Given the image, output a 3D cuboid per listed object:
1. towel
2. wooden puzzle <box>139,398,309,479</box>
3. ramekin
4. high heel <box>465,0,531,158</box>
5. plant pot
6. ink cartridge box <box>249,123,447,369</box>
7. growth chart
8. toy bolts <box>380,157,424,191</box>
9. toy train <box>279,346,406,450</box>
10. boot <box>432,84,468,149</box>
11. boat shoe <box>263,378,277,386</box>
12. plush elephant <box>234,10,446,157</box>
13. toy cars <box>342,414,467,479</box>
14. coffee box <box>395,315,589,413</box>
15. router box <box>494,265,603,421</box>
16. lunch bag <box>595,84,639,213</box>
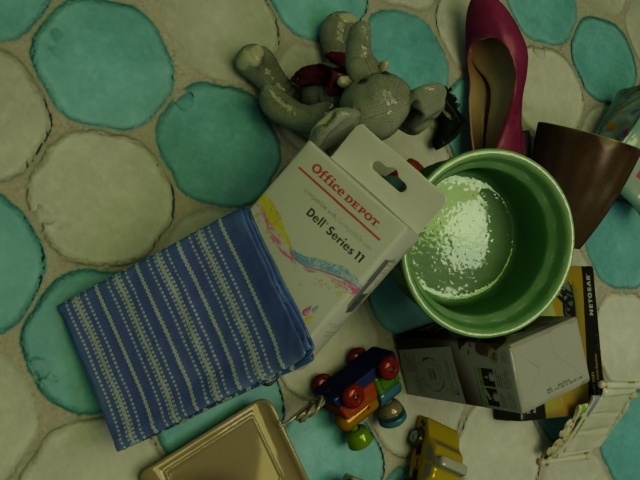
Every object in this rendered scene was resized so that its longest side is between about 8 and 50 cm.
[{"bbox_3d":[-0.197,0.128,1.140,0.335,0.040,0.243,-27,81,10],"label":"towel"},{"bbox_3d":[-0.141,0.403,1.269,0.238,0.044,0.221,-27,96,-25],"label":"wooden puzzle"},{"bbox_3d":[0.251,-0.001,1.329,0.303,0.148,0.304,-1,96,-14],"label":"ramekin"},{"bbox_3d":[0.341,-0.314,1.603,0.181,0.127,0.378,-21,96,-50],"label":"high heel"},{"bbox_3d":[0.523,-0.107,1.658,0.215,0.215,0.231,11,100,-29],"label":"plant pot"},{"bbox_3d":[0.000,0.000,1.191,0.207,0.119,0.353,42,95,17],"label":"ink cartridge box"},{"bbox_3d":[0.550,0.371,1.613,0.171,0.021,0.237,12,116,-34],"label":"growth chart"},{"bbox_3d":[0.190,-0.034,1.432,0.228,0.218,0.158,47,37,-8],"label":"toy bolts"},{"bbox_3d":[0.043,0.302,1.366,0.248,0.105,0.143,-32,112,-30],"label":"toy train"},{"bbox_3d":[0.242,-0.249,1.600,0.121,0.045,0.099,-44,107,-36],"label":"boot"},{"bbox_3d":[-0.039,0.099,1.338,0.105,0.113,0.306,38,67,-27],"label":"boat shoe"},{"bbox_3d":[0.051,-0.254,1.364,0.271,0.255,0.330,-21,93,-31],"label":"plush elephant"},{"bbox_3d":[0.142,0.444,1.366,0.393,0.087,0.177,-26,86,-40],"label":"toy cars"},{"bbox_3d":[0.293,0.207,1.403,0.168,0.297,0.119,-15,94,-32],"label":"coffee box"},{"bbox_3d":[0.460,0.205,1.630,0.242,0.081,0.309,1,81,-30],"label":"router box"},{"bbox_3d":[0.738,-0.196,1.815,0.223,0.160,0.262,41,68,-19],"label":"lunch bag"}]
